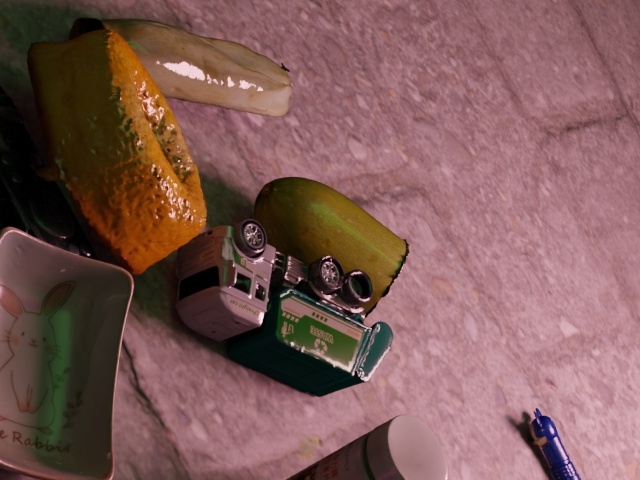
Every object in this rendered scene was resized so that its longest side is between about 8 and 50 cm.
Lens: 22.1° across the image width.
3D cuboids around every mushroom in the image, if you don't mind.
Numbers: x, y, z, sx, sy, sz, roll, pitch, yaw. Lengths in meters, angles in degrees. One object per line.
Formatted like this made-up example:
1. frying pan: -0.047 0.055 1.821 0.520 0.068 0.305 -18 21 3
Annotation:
1. mushroom: -0.152 -0.198 1.842 0.312 0.081 0.100 5 40 -50

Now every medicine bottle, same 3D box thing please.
1. medicine bottle: 0.032 0.246 1.619 0.086 0.183 0.086 31 41 -31

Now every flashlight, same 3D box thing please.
1. flashlight: 0.291 0.268 2.046 0.121 0.035 0.057 64 11 5

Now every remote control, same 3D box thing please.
1. remote control: -0.301 -0.054 1.581 0.265 0.066 0.090 61 20 14

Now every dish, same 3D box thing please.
1. dish: -0.255 0.111 1.457 0.151 0.077 0.212 23 59 -37

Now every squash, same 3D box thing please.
1. squash: 0.000 0.000 1.843 0.187 0.123 0.123 37 39 -21

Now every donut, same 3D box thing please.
1. donut: -0.205 -0.092 1.625 0.253 0.118 0.253 61 6 -12

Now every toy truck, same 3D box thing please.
1. toy truck: -0.037 0.076 1.745 0.253 0.114 0.124 26 56 -35
